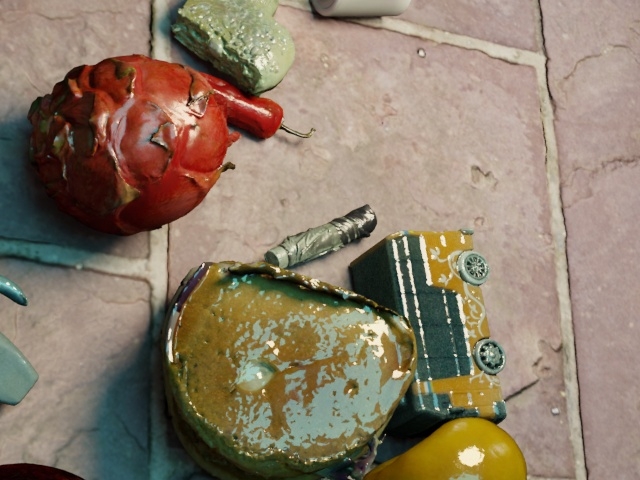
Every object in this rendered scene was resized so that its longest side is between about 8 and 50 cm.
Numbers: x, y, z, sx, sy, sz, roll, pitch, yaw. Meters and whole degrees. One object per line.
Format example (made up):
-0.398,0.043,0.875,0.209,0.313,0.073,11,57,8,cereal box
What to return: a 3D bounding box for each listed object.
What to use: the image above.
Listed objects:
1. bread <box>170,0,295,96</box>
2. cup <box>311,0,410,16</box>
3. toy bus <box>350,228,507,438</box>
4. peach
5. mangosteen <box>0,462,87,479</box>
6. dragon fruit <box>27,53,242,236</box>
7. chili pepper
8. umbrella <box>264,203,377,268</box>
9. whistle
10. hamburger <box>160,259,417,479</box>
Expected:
-0.125,-0.311,1.966,0.173,0.064,0.232,-1,58,-17,bread
0.051,-0.389,2.110,0.133,0.136,0.099,-7,109,-31,cup
0.147,0.131,1.926,0.167,0.138,0.275,0,70,-28,toy bus
0.150,0.324,1.789,0.251,0.251,0.153,-19,79,-34,peach
-0.319,0.396,1.474,0.330,0.330,0.330,11,66,-26,mangosteen
-0.239,-0.122,1.753,0.252,0.241,0.241,-25,85,-49,dragon fruit
-0.125,-0.195,1.948,0.268,0.050,0.059,24,77,-19,chili pepper
0.000,0.000,1.950,0.188,0.050,0.046,-25,105,-35,umbrella
-0.450,0.096,1.627,0.274,0.093,0.186,39,83,-15,whistle
-0.053,0.170,1.741,0.318,0.195,0.276,23,73,-4,hamburger
